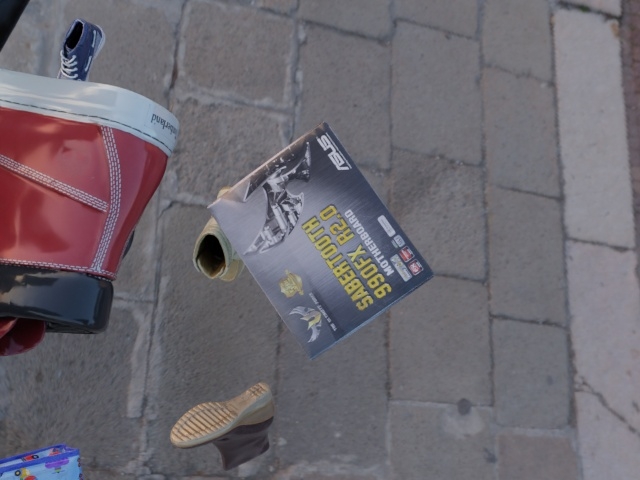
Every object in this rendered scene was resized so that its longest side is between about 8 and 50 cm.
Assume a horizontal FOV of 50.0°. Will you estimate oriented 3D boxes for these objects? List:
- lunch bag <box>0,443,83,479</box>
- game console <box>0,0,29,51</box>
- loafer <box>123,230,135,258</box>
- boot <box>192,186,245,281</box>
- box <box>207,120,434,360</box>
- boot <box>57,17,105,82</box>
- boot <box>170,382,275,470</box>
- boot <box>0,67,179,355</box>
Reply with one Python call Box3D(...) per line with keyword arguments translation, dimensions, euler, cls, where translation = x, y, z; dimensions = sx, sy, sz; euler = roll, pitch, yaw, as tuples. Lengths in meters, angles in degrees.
Box3D(translation=(-0.613, 0.542, 1.321), dimensions=(0.293, 0.138, 0.221), euler=(-6, 84, -34), cls="lunch bag")
Box3D(translation=(-0.364, -0.204, 0.455), dimensions=(0.060, 0.342, 0.386), euler=(29, 90, 32), cls="game console")
Box3D(translation=(-0.263, 0.012, 0.562), dimensions=(0.220, 0.078, 0.080), euler=(-21, 43, -10), cls="loafer")
Box3D(translation=(-0.231, 0.033, 1.592), dimensions=(0.095, 0.262, 0.203), euler=(12, 37, 1), cls="boot")
Box3D(translation=(0.000, 0.000, 0.845), dimensions=(0.183, 0.056, 0.231), euler=(-35, 84, 5), cls="box")
Box3D(translation=(-0.520, -0.370, 1.430), dimensions=(0.069, 0.086, 0.190), euler=(25, 96, 7), cls="boot")
Box3D(translation=(-0.200, 0.427, 1.459), dimensions=(0.248, 0.207, 0.090), euler=(-20, 41, -35), cls="boot")
Box3D(translation=(-0.225, -0.022, 0.462), dimensions=(0.244, 0.088, 0.176), euler=(13, 81, 26), cls="boot")
